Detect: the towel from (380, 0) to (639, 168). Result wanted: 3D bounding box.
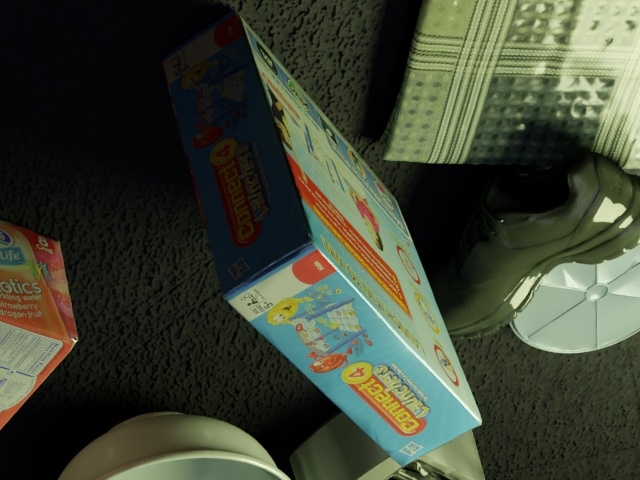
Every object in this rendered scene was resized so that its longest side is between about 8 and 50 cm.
[{"bbox_3d":[0.229,-0.197,1.504,0.312,0.056,0.324,1,136,-15],"label":"towel"}]

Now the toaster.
[{"bbox_3d":[0.072,0.256,1.850,0.168,0.110,0.186,-40,132,21],"label":"toaster"}]

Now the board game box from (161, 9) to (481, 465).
[{"bbox_3d":[0.000,0.000,1.433,0.086,0.302,0.308,-31,134,13],"label":"board game box"}]

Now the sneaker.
[{"bbox_3d":[0.188,-0.006,1.625,0.286,0.109,0.130,-36,129,27],"label":"sneaker"}]

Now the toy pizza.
[{"bbox_3d":[0.296,0.046,1.770,0.201,0.032,0.201,-9,134,-9],"label":"toy pizza"}]

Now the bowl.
[{"bbox_3d":[-0.172,0.283,1.780,0.298,0.134,0.297,-9,135,-9],"label":"bowl"}]

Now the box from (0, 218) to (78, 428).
[{"bbox_3d":[-0.379,0.118,1.542,0.154,0.142,0.300,22,124,-34],"label":"box"}]
